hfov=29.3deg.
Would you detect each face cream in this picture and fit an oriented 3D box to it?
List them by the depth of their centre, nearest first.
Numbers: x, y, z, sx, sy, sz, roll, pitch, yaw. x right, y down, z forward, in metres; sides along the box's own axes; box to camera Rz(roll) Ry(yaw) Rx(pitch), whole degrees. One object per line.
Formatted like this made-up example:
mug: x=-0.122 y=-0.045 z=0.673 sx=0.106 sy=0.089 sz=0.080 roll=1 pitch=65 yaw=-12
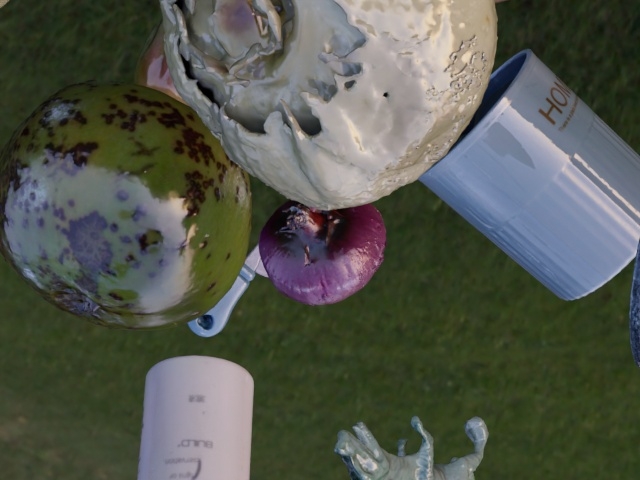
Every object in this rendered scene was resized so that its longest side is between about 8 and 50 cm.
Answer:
face cream: x=-0.100 y=0.244 z=0.922 sx=0.092 sy=0.311 sz=0.092 roll=0 pitch=150 yaw=0

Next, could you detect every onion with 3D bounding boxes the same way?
onion: x=0.000 y=0.000 z=1.080 sx=0.115 sy=0.115 sz=0.104 roll=-1 pitch=146 yaw=28

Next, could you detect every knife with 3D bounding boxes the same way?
knife: x=-0.070 y=0.024 z=1.500 sx=0.058 sy=0.244 sz=0.032 roll=46 pitch=174 yaw=-13

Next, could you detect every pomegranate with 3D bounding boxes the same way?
pomegranate: x=-0.186 y=-0.083 z=1.267 sx=0.285 sy=0.341 sz=0.285 roll=17 pitch=161 yaw=6

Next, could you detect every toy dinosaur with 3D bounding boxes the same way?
toy dinosaur: x=0.143 y=0.251 z=1.188 sx=0.076 sy=0.129 sz=0.383 roll=2 pitch=148 yaw=46

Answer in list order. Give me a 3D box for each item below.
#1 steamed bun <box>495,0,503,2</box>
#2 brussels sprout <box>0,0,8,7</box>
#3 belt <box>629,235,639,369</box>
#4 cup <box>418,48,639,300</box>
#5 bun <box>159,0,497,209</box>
steamed bun: x=0.164 y=-0.409 z=1.523 sx=0.301 sy=0.199 sz=0.251 roll=6 pitch=167 yaw=28
brussels sprout: x=-0.486 y=-0.319 z=1.285 sx=0.344 sy=0.268 sz=0.344 roll=-10 pitch=149 yaw=-6
belt: x=0.364 y=0.030 z=1.148 sx=0.116 sy=0.268 sz=0.206 roll=13 pitch=-179 yaw=33
cup: x=0.339 y=-0.097 z=1.894 sx=0.311 sy=0.257 sz=0.331 roll=41 pitch=-176 yaw=-7
bun: x=-0.006 y=-0.145 z=0.852 sx=0.259 sy=0.152 sz=0.259 roll=5 pitch=100 yaw=33
